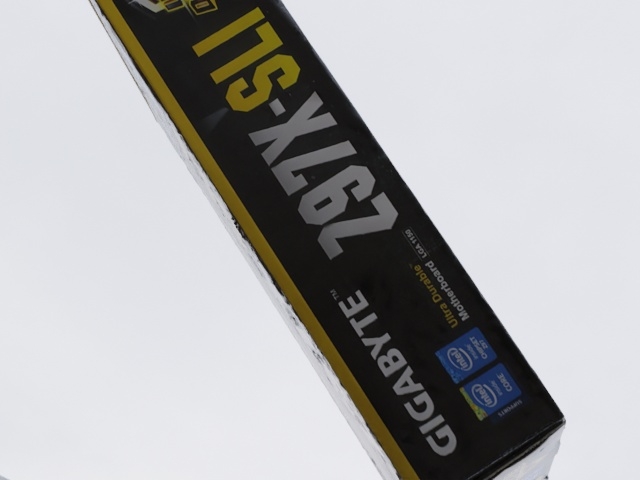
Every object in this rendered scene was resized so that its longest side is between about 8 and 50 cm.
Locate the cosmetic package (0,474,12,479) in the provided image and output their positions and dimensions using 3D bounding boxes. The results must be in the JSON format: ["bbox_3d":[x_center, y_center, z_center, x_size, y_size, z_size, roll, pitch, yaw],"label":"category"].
[{"bbox_3d":[-0.342,0.217,1.128,0.365,0.155,0.197,22,-28,9],"label":"cosmetic package"}]

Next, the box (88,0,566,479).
[{"bbox_3d":[0.000,0.000,0.793,0.322,0.079,0.257,57,-6,16],"label":"box"}]
